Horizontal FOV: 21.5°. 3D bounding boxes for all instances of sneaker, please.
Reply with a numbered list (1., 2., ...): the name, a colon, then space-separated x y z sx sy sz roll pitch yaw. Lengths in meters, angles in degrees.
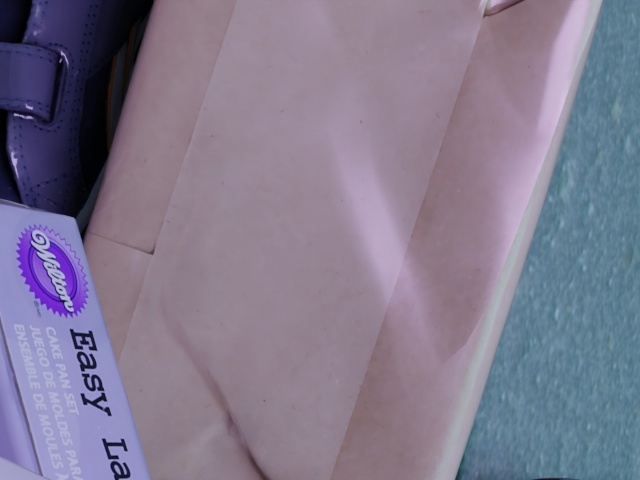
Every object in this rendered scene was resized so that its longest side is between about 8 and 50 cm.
1. sneaker: -0.139 -0.098 0.763 0.127 0.126 0.321 62 37 -45

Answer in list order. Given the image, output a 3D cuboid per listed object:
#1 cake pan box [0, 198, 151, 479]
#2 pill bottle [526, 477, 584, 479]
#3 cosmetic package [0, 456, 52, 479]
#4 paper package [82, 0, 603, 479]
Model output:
1. cake pan box: -0.168 0.149 0.589 0.070 0.267 0.245 14 52 -56
2. pill bottle: 0.117 0.276 1.086 0.408 0.229 0.229 1 95 -54
3. cosmetic package: -0.186 0.173 0.467 0.097 0.377 0.284 -27 138 -68
4. paper package: 0.000 0.000 0.791 0.325 0.168 0.309 0 106 -89
